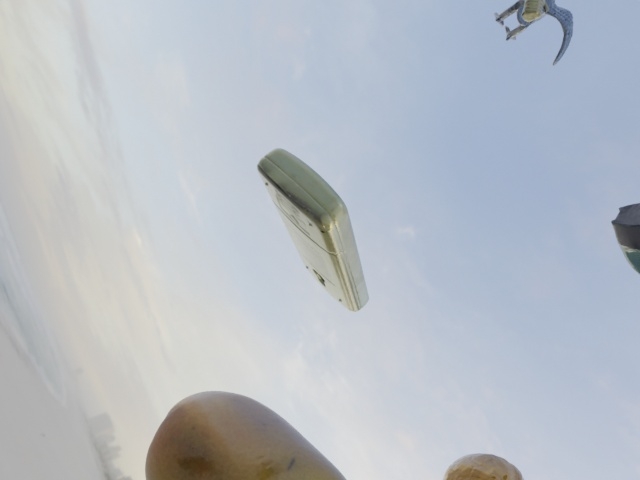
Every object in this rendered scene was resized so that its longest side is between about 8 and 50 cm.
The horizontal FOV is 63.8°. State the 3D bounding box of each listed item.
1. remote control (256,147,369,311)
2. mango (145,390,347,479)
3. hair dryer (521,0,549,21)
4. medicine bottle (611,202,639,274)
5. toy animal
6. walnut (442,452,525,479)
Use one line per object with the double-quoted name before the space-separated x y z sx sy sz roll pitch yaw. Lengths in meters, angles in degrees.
"remote control" 0.000 0.000 0.521 0.098 0.038 0.233 44 -12 26
"mango" -0.099 0.324 0.704 0.317 0.211 0.173 17 -87 26
"hair dryer" 0.247 -0.479 0.646 0.296 0.298 0.119 40 -21 -20
"medicine bottle" 0.555 -0.033 0.801 0.079 0.258 0.124 -2 -66 57
"toy animal" 0.429 -0.478 1.011 0.176 0.255 0.239 -33 -75 31
"walnut" 0.327 0.509 1.029 0.159 0.159 0.207 61 -23 17
